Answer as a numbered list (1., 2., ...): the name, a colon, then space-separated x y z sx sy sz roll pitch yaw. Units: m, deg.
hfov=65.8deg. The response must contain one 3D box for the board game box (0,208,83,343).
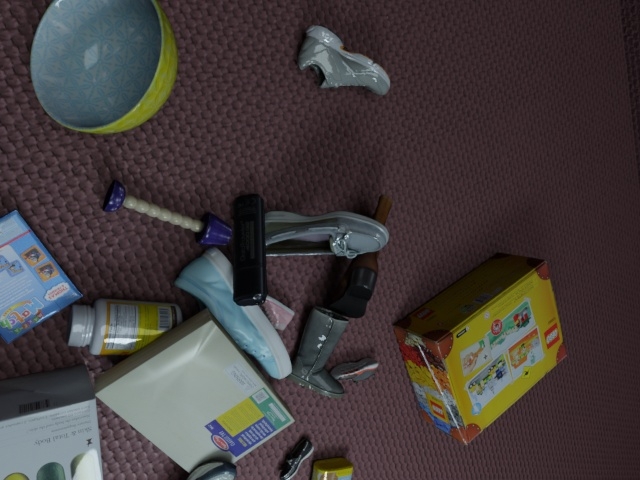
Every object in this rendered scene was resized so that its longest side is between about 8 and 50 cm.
1. board game box: -0.601 0.070 0.965 0.160 0.039 0.211 -36 113 -21

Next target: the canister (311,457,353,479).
1. canister: 0.025 0.715 1.405 0.126 0.073 0.169 7 92 -31

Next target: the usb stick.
1. usb stick: -0.161 0.017 1.122 0.045 0.077 0.277 66 16 -59

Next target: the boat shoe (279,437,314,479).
1. boat shoe: -0.070 0.594 1.346 0.125 0.046 0.038 -42 115 -22

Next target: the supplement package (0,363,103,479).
1. supplement package: -0.539 0.414 0.957 0.199 0.198 0.262 -6 100 -30

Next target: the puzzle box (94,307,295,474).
1. puzzle box: -0.261 0.364 1.113 0.272 0.052 0.408 -32 125 -6

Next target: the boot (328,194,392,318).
1. boot: 0.105 0.049 1.325 0.096 0.264 0.280 15 59 2

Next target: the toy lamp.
1. toy lamp: -0.325 -0.051 1.086 0.275 0.080 0.080 20 87 -32

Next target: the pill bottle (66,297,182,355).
1. pill bottle: -0.411 0.184 1.046 0.215 0.117 0.117 9 92 -31

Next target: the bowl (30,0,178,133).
1. bowl: -0.380 -0.332 0.950 0.156 0.290 0.289 12 92 -73

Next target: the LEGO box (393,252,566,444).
1. LEGO box: 0.520 0.319 1.566 0.500 0.193 0.372 -28 110 -24

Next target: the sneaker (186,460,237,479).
1. sneaker: -0.286 0.637 1.143 0.283 0.122 0.110 -48 124 5

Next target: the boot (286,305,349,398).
1. boot: 0.021 0.297 1.313 0.190 0.076 0.208 26 90 -17

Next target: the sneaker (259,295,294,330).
1. sneaker: -0.129 0.183 1.249 0.134 0.051 0.070 39 72 -33

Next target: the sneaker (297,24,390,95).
1. sneaker: 0.054 -0.423 1.256 0.263 0.099 0.121 25 91 -23

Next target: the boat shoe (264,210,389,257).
1. boat shoe: -0.002 -0.002 1.167 0.118 0.321 0.103 80 18 -56

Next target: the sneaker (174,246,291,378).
1. sneaker: -0.211 0.201 1.166 0.150 0.135 0.365 -36 102 -20

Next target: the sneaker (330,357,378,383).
1. sneaker: 0.100 0.384 1.410 0.158 0.061 0.064 -5 106 -29
